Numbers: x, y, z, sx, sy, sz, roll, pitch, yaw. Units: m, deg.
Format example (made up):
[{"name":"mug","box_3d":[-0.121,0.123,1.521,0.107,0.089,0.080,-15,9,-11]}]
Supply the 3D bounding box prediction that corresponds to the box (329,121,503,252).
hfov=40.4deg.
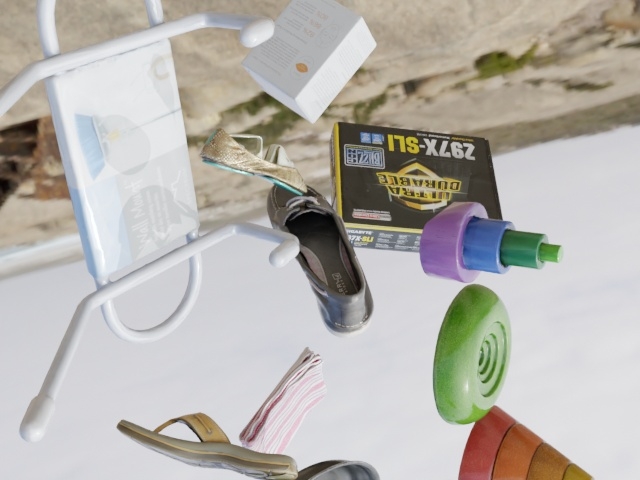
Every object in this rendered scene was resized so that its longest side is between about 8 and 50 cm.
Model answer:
[{"name":"box","box_3d":[0.180,-0.099,1.686,0.322,0.257,0.079,5,142,-9]}]

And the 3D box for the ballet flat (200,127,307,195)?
[{"name":"ballet flat","box_3d":[-0.092,-0.126,1.366,0.206,0.067,0.073,17,-177,-43]}]

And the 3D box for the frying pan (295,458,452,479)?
[{"name":"frying pan","box_3d":[0.034,0.285,0.957,0.326,0.197,0.053,-27,-136,-32]}]

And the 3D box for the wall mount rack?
[{"name":"wall mount rack","box_3d":[-0.150,-0.034,0.656,0.131,0.350,0.304,17,-145,37]}]

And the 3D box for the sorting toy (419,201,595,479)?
[{"name":"sorting toy","box_3d":[0.182,0.128,0.759,0.126,0.365,0.127,8,-141,33]}]

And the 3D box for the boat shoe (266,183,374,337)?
[{"name":"boat shoe","box_3d":[0.000,0.000,1.392,0.112,0.335,0.095,-17,142,-13]}]

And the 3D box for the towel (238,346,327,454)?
[{"name":"towel","box_3d":[-0.041,0.226,1.121,0.144,0.029,0.197,-51,161,-18]}]

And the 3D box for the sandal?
[{"name":"sandal","box_3d":[-0.107,0.194,0.846,0.180,0.049,0.072,10,157,6]}]

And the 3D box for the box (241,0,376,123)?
[{"name":"box","box_3d":[-0.018,-0.302,1.410,0.170,0.130,0.091,-51,154,-2]}]
